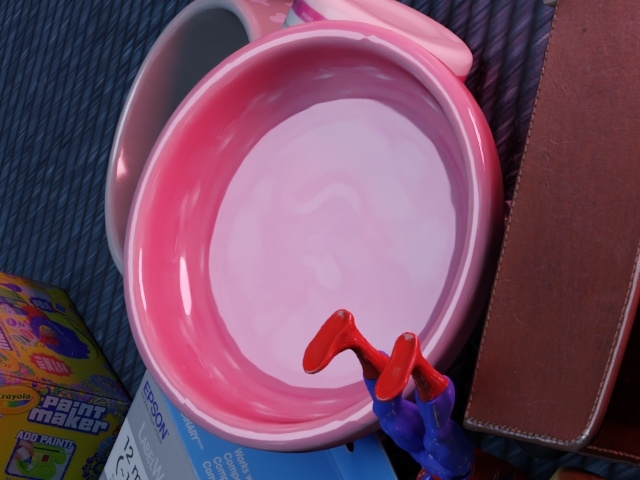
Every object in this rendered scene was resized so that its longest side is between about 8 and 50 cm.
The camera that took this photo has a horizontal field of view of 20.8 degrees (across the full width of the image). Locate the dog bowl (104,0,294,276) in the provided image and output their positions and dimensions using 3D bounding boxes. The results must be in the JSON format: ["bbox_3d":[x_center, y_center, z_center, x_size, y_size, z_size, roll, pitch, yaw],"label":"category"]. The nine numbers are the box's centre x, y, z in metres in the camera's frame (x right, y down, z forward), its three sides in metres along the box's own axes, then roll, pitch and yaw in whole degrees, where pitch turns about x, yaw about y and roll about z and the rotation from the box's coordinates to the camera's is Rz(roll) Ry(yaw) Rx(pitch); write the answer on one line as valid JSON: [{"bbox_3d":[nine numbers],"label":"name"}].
[{"bbox_3d":[-0.101,-0.089,1.733,0.349,0.102,0.348,-30,53,49],"label":"dog bowl"}]

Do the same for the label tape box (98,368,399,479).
[{"bbox_3d":[-0.076,0.228,1.437,0.249,0.115,0.347,62,143,36],"label":"label tape box"}]

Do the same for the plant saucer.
[{"bbox_3d":[0.000,0.000,1.331,0.332,0.084,0.332,-10,72,32],"label":"plant saucer"}]

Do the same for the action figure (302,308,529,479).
[{"bbox_3d":[0.062,0.171,1.189,0.091,0.280,0.139,20,74,36],"label":"action figure"}]

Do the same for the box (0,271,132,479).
[{"bbox_3d":[-0.382,0.214,1.969,0.279,0.177,0.290,-65,31,15],"label":"box"}]

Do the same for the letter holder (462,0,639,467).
[{"bbox_3d":[0.241,-0.002,1.096,0.214,0.152,0.302,5,81,57],"label":"letter holder"}]

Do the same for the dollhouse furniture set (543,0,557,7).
[{"bbox_3d":[0.253,-0.241,1.204,0.129,0.129,0.183,-4,73,58],"label":"dollhouse furniture set"}]

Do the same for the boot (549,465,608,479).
[{"bbox_3d":[0.150,0.307,1.148,0.203,0.095,0.262,-51,35,32],"label":"boot"}]

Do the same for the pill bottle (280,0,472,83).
[{"bbox_3d":[0.001,-0.071,1.501,0.283,0.160,0.160,-64,32,16],"label":"pill bottle"}]

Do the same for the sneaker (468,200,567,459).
[{"bbox_3d":[0.150,0.081,1.289,0.098,0.083,0.223,121,158,-45],"label":"sneaker"}]
